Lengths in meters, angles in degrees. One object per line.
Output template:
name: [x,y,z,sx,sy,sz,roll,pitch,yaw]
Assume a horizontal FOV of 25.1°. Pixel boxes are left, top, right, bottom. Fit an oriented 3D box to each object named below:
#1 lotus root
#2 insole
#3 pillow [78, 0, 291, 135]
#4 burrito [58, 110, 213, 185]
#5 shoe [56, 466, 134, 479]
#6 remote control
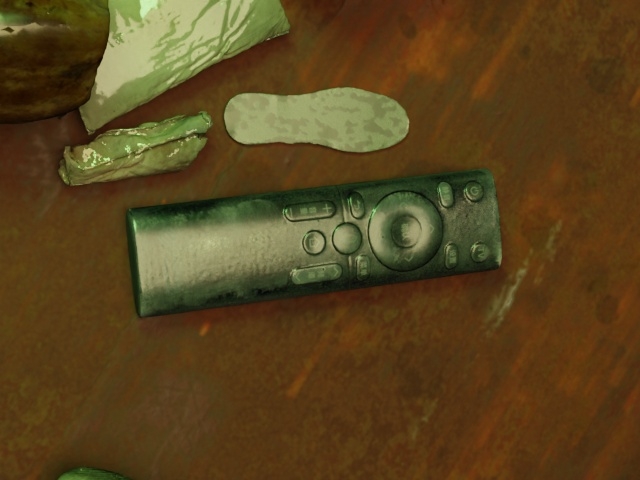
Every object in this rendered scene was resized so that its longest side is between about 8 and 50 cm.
lotus root: [-0.328,-0.193,1.243,0.290,0.193,0.193,7,91,-8]
insole: [-0.003,-0.120,1.432,0.193,0.006,0.065,-1,94,-17]
pillow: [-0.153,-0.216,1.358,0.229,0.050,0.148,-29,95,-11]
burrito: [-0.174,-0.084,1.360,0.149,0.055,0.041,-15,53,-19]
shoe: [-0.155,0.374,1.344,0.342,0.132,0.210,46,77,-18]
remote control: [0.000,0.000,1.421,0.377,0.044,0.107,-7,98,-17]
